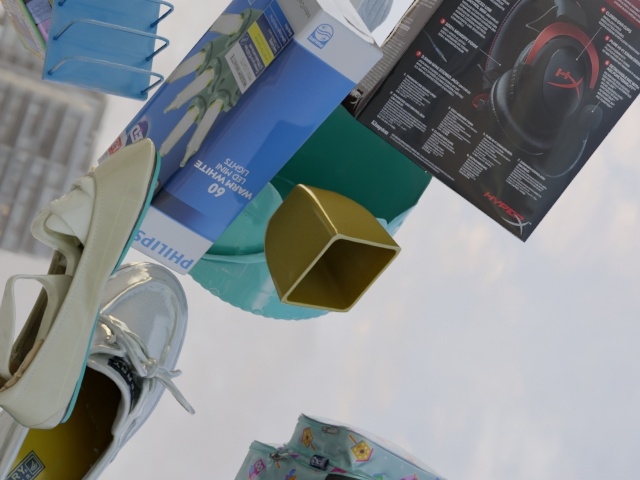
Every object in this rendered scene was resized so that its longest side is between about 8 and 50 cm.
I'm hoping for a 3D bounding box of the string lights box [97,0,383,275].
[{"bbox_3d":[-0.074,-0.110,1.223,0.259,0.077,0.133,-47,-144,16],"label":"string lights box"}]

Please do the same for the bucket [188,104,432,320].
[{"bbox_3d":[-0.034,-0.062,1.535,0.281,0.281,0.183,-101,-150,-44],"label":"bucket"}]

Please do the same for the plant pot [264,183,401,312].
[{"bbox_3d":[0.000,0.000,1.197,0.081,0.081,0.083,-50,-128,26],"label":"plant pot"}]

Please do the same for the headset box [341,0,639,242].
[{"bbox_3d":[0.194,-0.183,1.403,0.293,0.218,0.110,-54,-165,7],"label":"headset box"}]

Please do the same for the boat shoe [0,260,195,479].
[{"bbox_3d":[-0.190,0.128,1.245,0.156,0.136,0.367,-24,-162,40],"label":"boat shoe"}]

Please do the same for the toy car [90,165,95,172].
[{"bbox_3d":[-0.328,-0.038,2.057,0.060,0.040,0.122,-90,-160,-68],"label":"toy car"}]

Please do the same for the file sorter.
[{"bbox_3d":[-0.219,-0.253,1.548,0.104,0.118,0.170,166,-67,-65],"label":"file sorter"}]

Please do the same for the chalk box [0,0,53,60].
[{"bbox_3d":[-0.321,-0.309,1.821,0.132,0.132,0.213,-30,-152,-13],"label":"chalk box"}]

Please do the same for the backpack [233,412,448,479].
[{"bbox_3d":[0.010,0.238,1.304,0.188,0.166,0.144,-2,-115,49],"label":"backpack"}]

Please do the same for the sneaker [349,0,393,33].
[{"bbox_3d":[0.025,-0.302,1.857,0.258,0.091,0.094,-59,152,-41],"label":"sneaker"}]

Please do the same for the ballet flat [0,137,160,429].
[{"bbox_3d":[-0.198,0.023,1.122,0.086,0.086,0.248,-6,-116,61],"label":"ballet flat"}]
